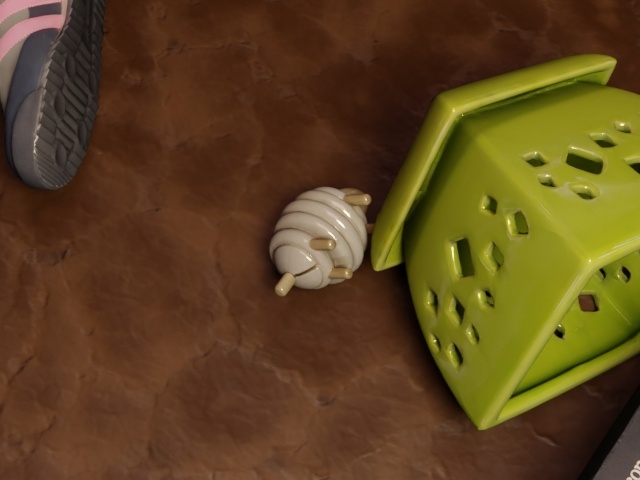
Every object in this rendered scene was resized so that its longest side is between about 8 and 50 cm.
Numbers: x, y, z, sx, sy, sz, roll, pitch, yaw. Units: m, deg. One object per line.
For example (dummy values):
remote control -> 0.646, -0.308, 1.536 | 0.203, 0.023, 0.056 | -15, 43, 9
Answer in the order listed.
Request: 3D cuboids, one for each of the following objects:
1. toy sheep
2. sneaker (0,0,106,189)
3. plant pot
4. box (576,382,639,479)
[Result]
toy sheep -> 0.000, 0.000, 1.198 | 0.091, 0.091, 0.132 | 34, 53, 12
sneaker -> -0.275, -0.182, 1.268 | 0.131, 0.112, 0.319 | -5, 60, 11
plant pot -> 0.185, -0.015, 1.130 | 0.227, 0.228, 0.207 | -20, 59, -35
box -> 0.385, 0.200, 1.083 | 0.312, 0.179, 0.343 | 35, 65, 11
